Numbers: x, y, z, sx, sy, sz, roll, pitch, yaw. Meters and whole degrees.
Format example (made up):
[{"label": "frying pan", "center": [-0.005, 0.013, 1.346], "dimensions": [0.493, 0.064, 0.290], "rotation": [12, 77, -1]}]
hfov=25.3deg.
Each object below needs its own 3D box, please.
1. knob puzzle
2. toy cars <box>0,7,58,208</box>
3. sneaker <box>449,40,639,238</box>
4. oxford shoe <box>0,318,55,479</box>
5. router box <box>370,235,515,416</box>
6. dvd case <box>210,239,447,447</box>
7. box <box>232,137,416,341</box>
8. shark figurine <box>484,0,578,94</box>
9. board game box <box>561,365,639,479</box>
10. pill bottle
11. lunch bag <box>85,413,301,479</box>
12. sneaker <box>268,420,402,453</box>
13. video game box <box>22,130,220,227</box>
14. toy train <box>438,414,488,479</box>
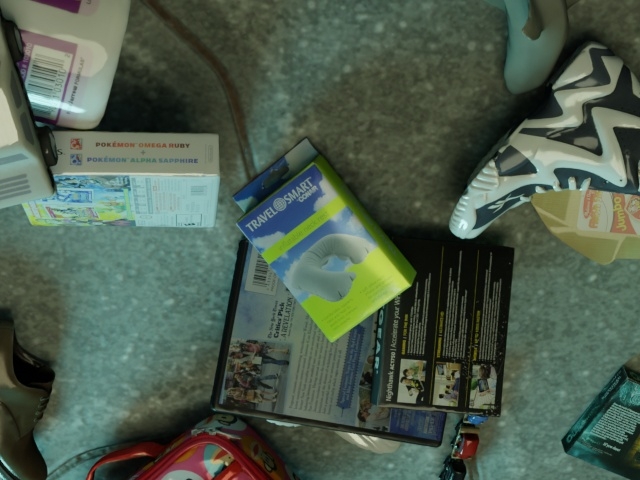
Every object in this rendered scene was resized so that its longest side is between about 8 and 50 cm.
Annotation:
[{"label": "knob puzzle", "center": [0.298, -0.069, 1.456], "dimensions": [0.213, 0.030, 0.213], "rotation": [2, 112, 4]}, {"label": "toy cars", "center": [-0.228, -0.186, 1.117], "dimensions": [0.176, 0.087, 0.394], "rotation": [24, 108, -17]}, {"label": "sneaker", "center": [0.246, -0.062, 1.396], "dimensions": [0.153, 0.094, 0.235], "rotation": [39, 100, -1]}, {"label": "oxford shoe", "center": [-0.326, 0.182, 1.535], "dimensions": [0.096, 0.083, 0.227], "rotation": [-13, 124, -2]}, {"label": "router box", "center": [0.127, 0.089, 1.483], "dimensions": [0.133, 0.046, 0.179], "rotation": [6, 88, -8]}, {"label": "dvd case", "center": [0.022, 0.110, 1.498], "dimensions": [0.253, 0.022, 0.180], "rotation": [11, 87, -12]}, {"label": "box", "center": [0.000, 0.000, 1.432], "dimensions": [0.109, 0.042, 0.178], "rotation": [-37, 96, 18]}, {"label": "shark figurine", "center": [0.158, -0.231, 1.275], "dimensions": [0.166, 0.116, 0.278], "rotation": [-27, 127, 34]}, {"label": "board game box", "center": [0.392, 0.229, 1.659], "dimensions": [0.186, 0.026, 0.126], "rotation": [24, 117, -19]}, {"label": "pill bottle", "center": [-0.323, -0.207, 1.235], "dimensions": [0.301, 0.169, 0.169], "rotation": [13, 120, -13]}, {"label": "lunch bag", "center": [-0.157, 0.337, 1.604], "dimensions": [0.293, 0.120, 0.258], "rotation": [-41, 95, 12]}, {"label": "sneaker", "center": [0.005, 0.145, 1.548], "dimensions": [0.232, 0.090, 0.115], "rotation": [18, 111, -23]}, {"label": "video game box", "center": [-0.190, -0.055, 1.343], "dimensions": [0.187, 0.205, 0.048], "rotation": [-2, 78, -6]}, {"label": "toy train", "center": [0.167, 0.230, 1.634], "dimensions": [0.027, 0.036, 0.158], "rotation": [8, 121, -10]}]
